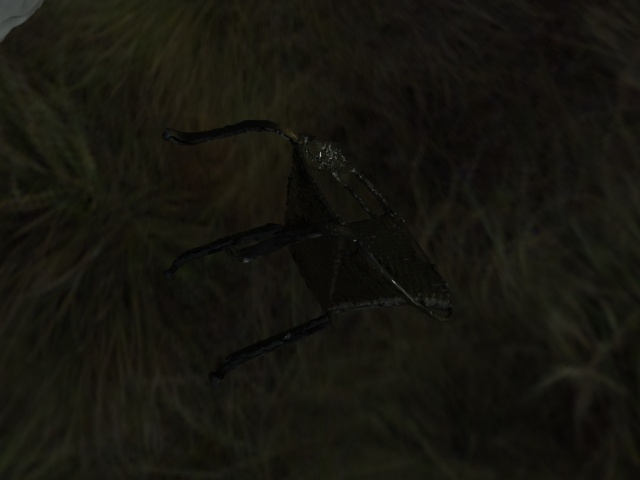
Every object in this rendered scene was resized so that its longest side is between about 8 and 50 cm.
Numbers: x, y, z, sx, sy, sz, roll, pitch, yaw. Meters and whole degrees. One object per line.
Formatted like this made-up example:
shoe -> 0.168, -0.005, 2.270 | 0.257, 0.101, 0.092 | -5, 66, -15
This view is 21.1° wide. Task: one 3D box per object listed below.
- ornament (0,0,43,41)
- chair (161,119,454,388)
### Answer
ornament -> -0.340, -0.300, 1.345 | 0.337, 0.337, 0.337 | -1, 104, -2
chair -> 0.000, 0.000, 1.230 | 0.213, 0.174, 0.149 | -10, 138, -23
